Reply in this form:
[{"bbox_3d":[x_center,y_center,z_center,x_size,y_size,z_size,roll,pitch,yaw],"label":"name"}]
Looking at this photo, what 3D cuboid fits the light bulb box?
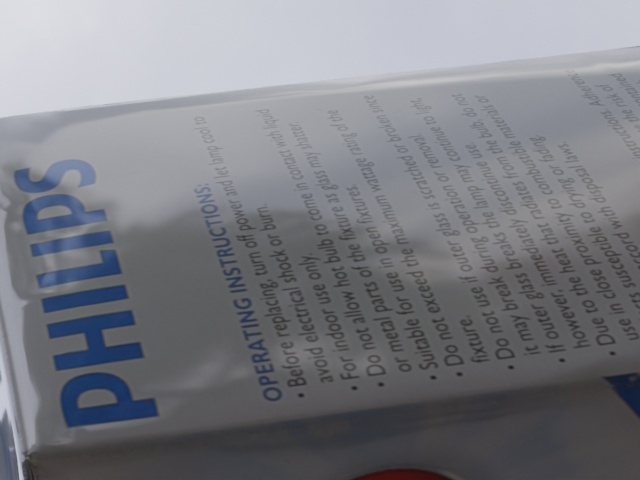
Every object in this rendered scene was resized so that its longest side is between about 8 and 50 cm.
[{"bbox_3d":[0.060,0.133,0.760,0.361,0.225,0.357,-8,-58,-11],"label":"light bulb box"}]
